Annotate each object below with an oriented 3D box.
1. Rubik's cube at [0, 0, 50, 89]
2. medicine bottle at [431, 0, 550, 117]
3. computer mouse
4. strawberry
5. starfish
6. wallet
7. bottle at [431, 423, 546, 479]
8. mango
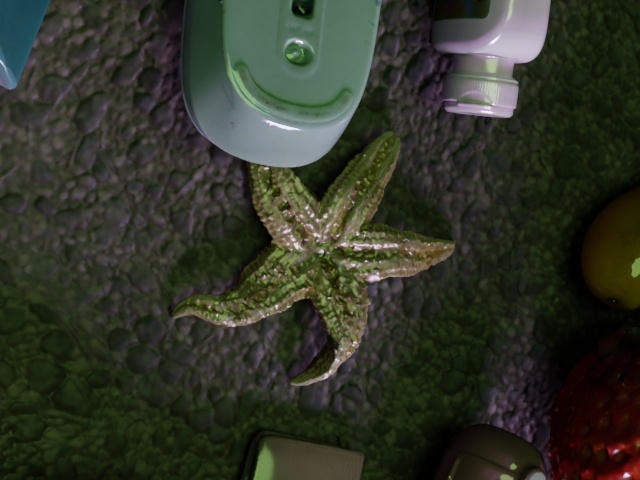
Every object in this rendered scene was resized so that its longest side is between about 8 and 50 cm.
[{"bbox_3d":[-0.300,-0.292,0.910,0.358,0.368,0.387,78,21,-56],"label":"Rubik's cube"},{"bbox_3d":[0.146,-0.216,1.279,0.078,0.115,0.219,5,93,-30],"label":"medicine bottle"},{"bbox_3d":[-0.033,-0.201,1.198,0.159,0.097,0.288,10,79,-27],"label":"computer mouse"},{"bbox_3d":[0.316,0.202,1.356,0.250,0.238,0.288,11,113,-6],"label":"strawberry"},{"bbox_3d":[0.000,0.000,1.267,0.277,0.062,0.235,-13,95,-22],"label":"starfish"},{"bbox_3d":[-0.026,0.242,1.277,0.118,0.039,0.152,17,83,-31],"label":"wallet"},{"bbox_3d":[0.115,0.282,1.310,0.120,0.120,0.253,29,82,-27],"label":"bottle"},{"bbox_3d":[0.312,-0.008,1.410,0.184,0.085,0.102,-45,111,-28],"label":"mango"}]
